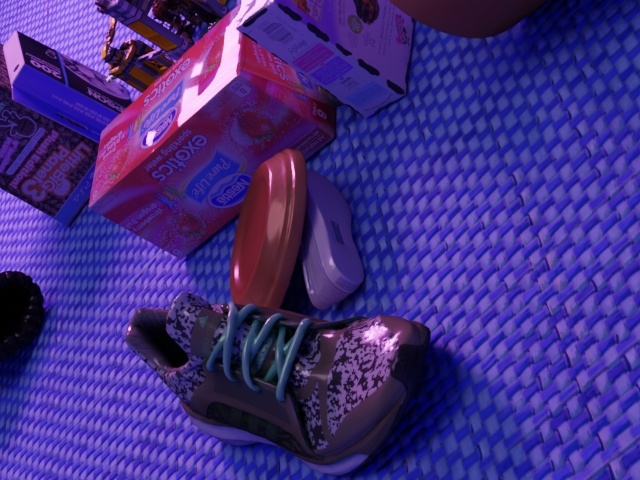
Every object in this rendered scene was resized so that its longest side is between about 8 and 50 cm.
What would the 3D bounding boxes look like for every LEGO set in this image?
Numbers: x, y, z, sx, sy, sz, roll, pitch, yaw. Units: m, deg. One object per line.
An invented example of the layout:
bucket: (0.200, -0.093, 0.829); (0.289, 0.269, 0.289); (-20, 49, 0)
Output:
LEGO set: (-0.254, -0.401, 2.138); (0.255, 0.192, 0.331); (6, 68, 59)

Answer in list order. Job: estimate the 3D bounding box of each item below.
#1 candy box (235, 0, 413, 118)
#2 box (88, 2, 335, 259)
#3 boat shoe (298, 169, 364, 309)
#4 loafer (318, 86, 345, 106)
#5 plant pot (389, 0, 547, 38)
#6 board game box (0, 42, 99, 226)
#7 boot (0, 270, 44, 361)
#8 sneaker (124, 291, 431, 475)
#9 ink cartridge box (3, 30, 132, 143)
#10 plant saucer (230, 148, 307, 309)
candy box: (0.012, -0.258, 1.578); (0.070, 0.196, 0.165); (-29, 40, 41)
box: (-0.133, -0.128, 1.733); (0.300, 0.154, 0.142); (-36, 36, 33)
boat shoe: (0.000, 0.000, 1.501); (0.063, 0.066, 0.184); (-43, 42, 24)
loafer: (0.020, -0.202, 1.665); (0.050, 0.056, 0.148); (-38, 25, 34)
plant pot: (0.160, -0.337, 1.370); (0.203, 0.291, 0.291); (127, 156, -46)
board game box: (-0.487, -0.190, 2.199); (0.141, 0.291, 0.232); (-51, 30, 12)
boot: (-0.562, 0.201, 2.113); (0.260, 0.131, 0.348); (-4, 59, 56)
sneaker: (-0.063, 0.118, 1.352); (0.410, 0.182, 0.158); (-10, 55, 54)
ink cartridge box: (-0.378, -0.224, 2.152); (0.045, 0.206, 0.208); (-54, 30, 17)
plant saucer: (-0.061, -0.005, 1.545); (0.200, 0.037, 0.200); (-167, 90, -76)
